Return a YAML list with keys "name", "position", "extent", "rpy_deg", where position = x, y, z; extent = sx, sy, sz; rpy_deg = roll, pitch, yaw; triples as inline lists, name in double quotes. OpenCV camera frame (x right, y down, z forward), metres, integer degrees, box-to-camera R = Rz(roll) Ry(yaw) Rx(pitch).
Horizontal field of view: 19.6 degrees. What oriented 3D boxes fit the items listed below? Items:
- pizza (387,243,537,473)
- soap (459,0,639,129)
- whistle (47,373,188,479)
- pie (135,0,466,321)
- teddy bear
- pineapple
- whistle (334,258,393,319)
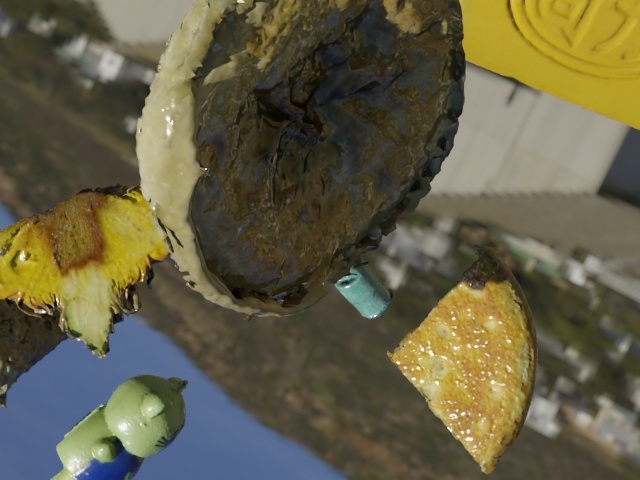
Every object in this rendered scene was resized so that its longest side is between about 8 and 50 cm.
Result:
- name: "pizza"
  position: [0.185, 0.152, 2.373]
  extent: [0.197, 0.292, 0.058]
  rpy_deg: [-4, 178, 24]
- name: "soap"
  position: [0.263, -0.240, 1.832]
  extent: [0.324, 0.204, 0.096]
  rpy_deg: [17, -157, -27]
- name: "whistle"
  position: [-0.225, 0.220, 1.961]
  extent: [0.085, 0.227, 0.105]
  rpy_deg: [49, -169, 0]
- name: "pie"
  position: [-0.002, -0.079, 1.134]
  extent: [0.055, 0.274, 0.274]
  rpy_deg: [28, -171, 36]
- name: "teddy bear"
  position: [-0.447, 0.114, 2.219]
  extent: [0.256, 0.156, 0.267]
  rpy_deg: [3, 171, 40]
- name: "pineapple"
  position: [-0.238, 0.030, 1.913]
  extent: [0.164, 0.250, 0.140]
  rpy_deg: [64, 167, -9]
- name: "whistle"
  position: [0.000, 0.000, 1.673]
  extent: [0.186, 0.039, 0.039]
  rpy_deg: [49, 175, -32]
